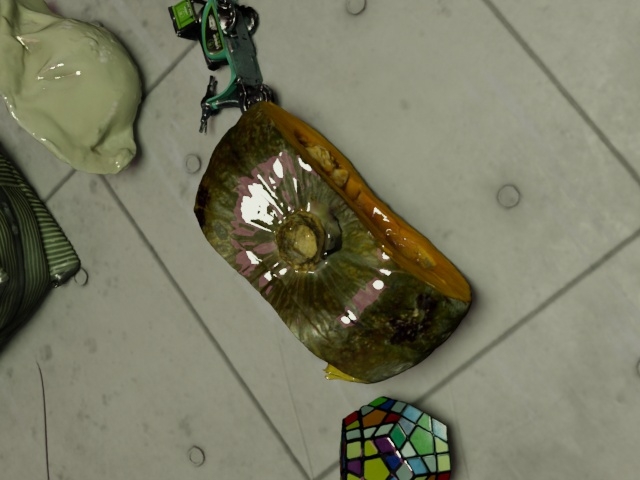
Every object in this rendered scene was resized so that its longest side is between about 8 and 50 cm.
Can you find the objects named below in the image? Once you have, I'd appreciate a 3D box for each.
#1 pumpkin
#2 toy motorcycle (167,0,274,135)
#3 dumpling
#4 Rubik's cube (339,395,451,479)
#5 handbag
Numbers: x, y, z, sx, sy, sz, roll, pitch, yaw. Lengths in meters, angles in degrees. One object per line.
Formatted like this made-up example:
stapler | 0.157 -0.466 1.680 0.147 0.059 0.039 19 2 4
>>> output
pumpkin | 0.000 0.000 0.999 0.139 0.222 0.317 -46 73 20
toy motorcycle | -0.111 -0.207 1.135 0.100 0.058 0.173 -22 82 31
dumpling | -0.308 -0.186 1.151 0.147 0.193 0.258 -34 81 27
Rubik's cube | 0.077 0.230 1.032 0.133 0.133 0.112 -55 43 17
handbag | -0.483 0.045 1.226 0.240 0.247 0.341 44 106 5
